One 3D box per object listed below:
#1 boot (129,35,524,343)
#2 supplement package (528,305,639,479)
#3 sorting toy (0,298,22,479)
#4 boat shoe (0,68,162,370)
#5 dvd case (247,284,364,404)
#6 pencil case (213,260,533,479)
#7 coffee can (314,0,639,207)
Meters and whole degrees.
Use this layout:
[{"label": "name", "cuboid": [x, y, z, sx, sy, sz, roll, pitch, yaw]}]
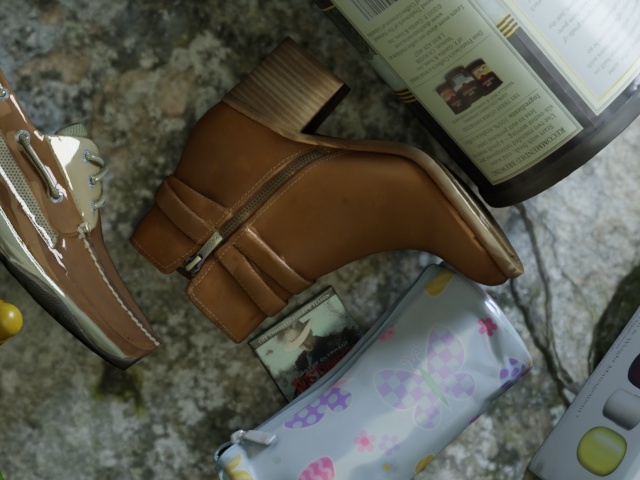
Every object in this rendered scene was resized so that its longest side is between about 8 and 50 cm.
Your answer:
[{"label": "boot", "cuboid": [0.000, 0.000, 1.519, 0.283, 0.109, 0.220, 40, 94, 8]}, {"label": "supplement package", "cuboid": [0.309, 0.171, 1.576, 0.149, 0.203, 0.194, 35, 88, -13]}, {"label": "sorting toy", "cuboid": [-0.259, 0.186, 1.482, 0.126, 0.127, 0.366, -7, 98, 32]}, {"label": "boat shoe", "cuboid": [-0.224, -0.045, 1.494, 0.120, 0.122, 0.324, -40, 102, -8]}, {"label": "dvd case", "cuboid": [0.006, 0.110, 1.607, 0.087, 0.013, 0.119, -34, 100, -6]}, {"label": "pencil case", "cuboid": [0.043, 0.140, 1.554, 0.273, 0.113, 0.124, -40, 87, -5]}, {"label": "coffee can", "cuboid": [0.123, -0.193, 1.504, 0.201, 0.201, 0.275, -43, 101, -4]}]
